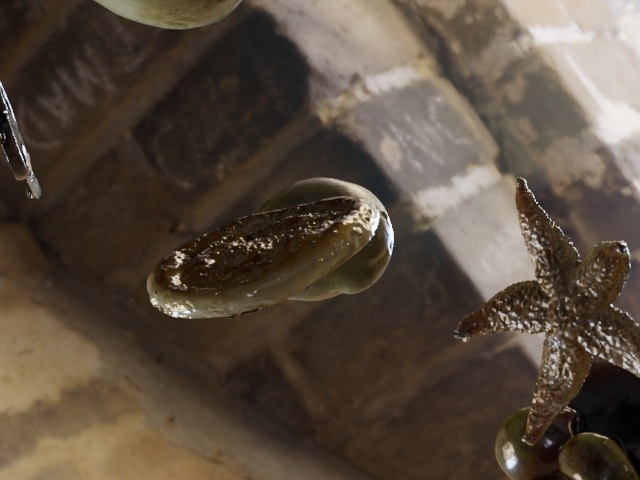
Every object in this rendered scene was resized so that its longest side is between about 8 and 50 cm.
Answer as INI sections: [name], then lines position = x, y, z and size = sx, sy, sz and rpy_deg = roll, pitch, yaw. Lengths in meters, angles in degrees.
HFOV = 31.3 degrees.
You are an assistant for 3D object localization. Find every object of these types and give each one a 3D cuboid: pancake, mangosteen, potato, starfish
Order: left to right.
[pancake]
position = -0.037, 0.006, 0.727
size = 0.158, 0.028, 0.158
rpy_deg = -18, -163, 6
[potato]
position = 0.000, 0.000, 1.605
size = 0.235, 0.178, 0.160
rpy_deg = 11, -177, 44
[starfish]
position = 0.243, 0.092, 1.115
size = 0.048, 0.295, 0.231
rpy_deg = -9, 143, -47
[mangosteen]
position = 0.374, 0.275, 1.367
size = 0.346, 0.307, 0.307
rpy_deg = -16, 167, -36

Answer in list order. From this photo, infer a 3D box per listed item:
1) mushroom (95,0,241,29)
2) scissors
[mushroom]
position = -0.117, -0.256, 0.933
size = 0.190, 0.164, 0.267
rpy_deg = -53, -164, -6
[scissors]
position = -0.320, -0.089, 1.216
size = 0.022, 0.109, 0.300
rpy_deg = -18, 169, -12
